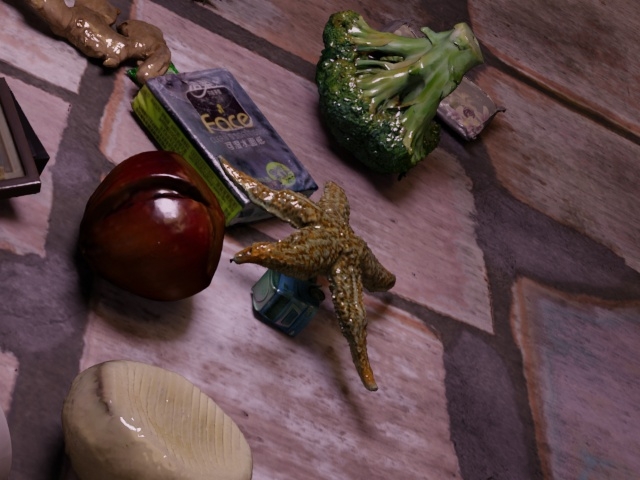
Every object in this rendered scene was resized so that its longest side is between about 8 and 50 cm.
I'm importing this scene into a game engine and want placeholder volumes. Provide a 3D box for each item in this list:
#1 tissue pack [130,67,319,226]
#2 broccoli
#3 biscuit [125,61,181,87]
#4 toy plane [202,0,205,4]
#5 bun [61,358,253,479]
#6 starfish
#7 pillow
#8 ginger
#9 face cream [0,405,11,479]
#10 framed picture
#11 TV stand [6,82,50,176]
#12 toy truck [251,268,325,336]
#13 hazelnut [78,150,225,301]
[{"bbox_3d":[-0.130,-0.130,2.088,0.173,0.073,0.235,-14,61,-51],"label":"tissue pack"},{"bbox_3d":[0.118,-0.244,2.282,0.269,0.269,0.254,38,27,-2],"label":"broccoli"},{"bbox_3d":[-0.234,-0.234,2.161,0.046,0.016,0.089,48,35,15],"label":"biscuit"},{"bbox_3d":[-0.184,-0.414,2.394,0.102,0.040,0.111,8,45,-22],"label":"toy plane"},{"bbox_3d":[-0.182,0.227,1.597,0.222,0.127,0.222,29,18,-10],"label":"bun"},{"bbox_3d":[0.002,-0.003,1.937,0.347,0.078,0.358,39,30,-26],"label":"starfish"},{"bbox_3d":[0.185,-0.265,2.552,0.255,0.059,0.169,42,34,1],"label":"pillow"},{"bbox_3d":[-0.324,-0.306,2.128,0.258,0.065,0.149,28,23,-6],"label":"ginger"},{"bbox_3d":[-0.409,0.198,1.322,0.218,0.218,0.179,41,35,3],"label":"face cream"},{"bbox_3d":[-0.416,-0.117,1.805,0.128,0.023,0.168,-11,59,-23],"label":"framed picture"},{"bbox_3d":[-0.418,-0.181,1.901,0.040,0.049,0.256,-8,56,-44],"label":"TV stand"},{"bbox_3d":[-0.037,0.039,1.985,0.081,0.067,0.175,30,36,-16],"label":"toy truck"},{"bbox_3d":[-0.204,-0.017,1.824,0.178,0.178,0.204,12,43,-34],"label":"hazelnut"}]
